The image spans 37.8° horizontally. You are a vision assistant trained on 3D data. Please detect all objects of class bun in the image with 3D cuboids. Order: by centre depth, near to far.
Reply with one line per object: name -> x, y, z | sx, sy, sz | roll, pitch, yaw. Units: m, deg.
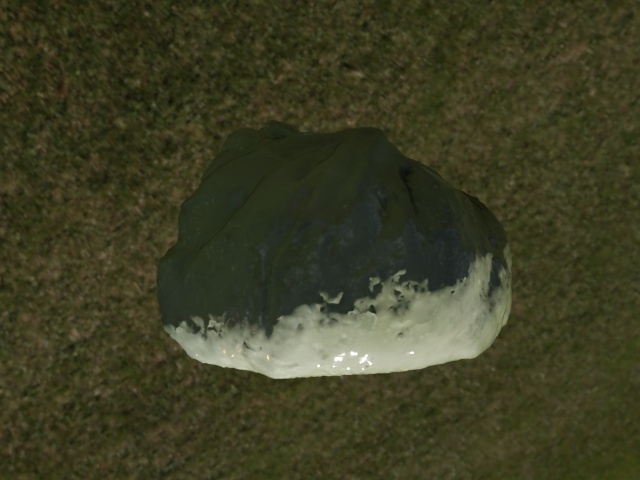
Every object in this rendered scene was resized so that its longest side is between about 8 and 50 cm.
bun -> 0.000, 0.000, 0.520 | 0.204, 0.212, 0.126 | 0, 93, -33
